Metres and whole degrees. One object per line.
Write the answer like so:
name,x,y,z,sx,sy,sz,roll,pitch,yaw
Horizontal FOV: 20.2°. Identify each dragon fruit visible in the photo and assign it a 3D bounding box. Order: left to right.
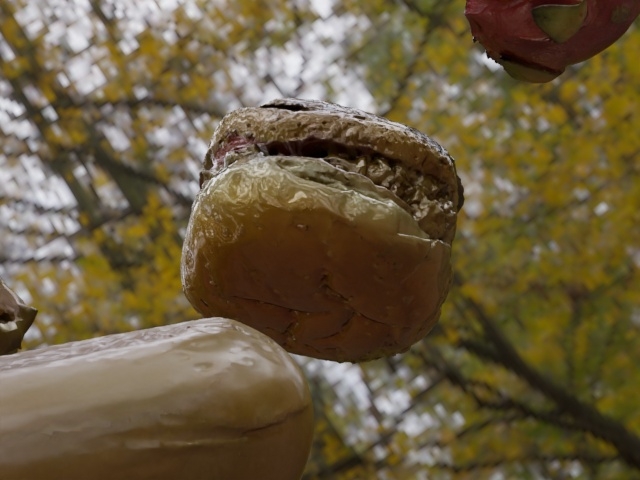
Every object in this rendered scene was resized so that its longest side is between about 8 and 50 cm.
dragon fruit,0.088,-0.101,0.653,0.056,0.060,0.083,9,-93,-66

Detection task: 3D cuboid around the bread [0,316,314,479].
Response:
bread,-0.090,0.065,0.418,0.189,0.077,0.114,-14,9,-16

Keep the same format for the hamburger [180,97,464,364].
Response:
hamburger,0.000,0.000,1.452,0.244,0.163,0.244,5,-39,4

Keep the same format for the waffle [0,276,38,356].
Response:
waffle,-0.235,-0.053,0.740,0.068,0.325,0.302,-41,-68,-4
